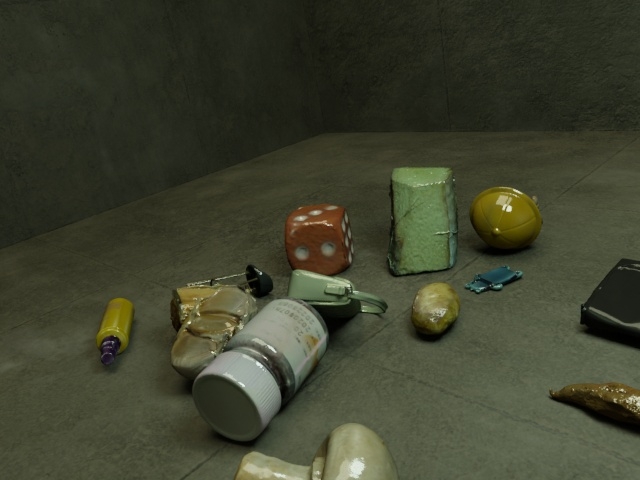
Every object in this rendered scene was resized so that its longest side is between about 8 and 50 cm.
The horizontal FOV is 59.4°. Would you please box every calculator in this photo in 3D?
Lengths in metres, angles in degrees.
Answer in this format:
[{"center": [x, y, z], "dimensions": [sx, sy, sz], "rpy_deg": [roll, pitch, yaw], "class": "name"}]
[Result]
[{"center": [0.430, 0.098, 1.398], "dimensions": [0.141, 0.019, 0.094], "rpy_deg": [-19, 21, -18], "class": "calculator"}]

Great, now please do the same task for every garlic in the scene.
[{"center": [-0.213, 0.217, 1.223], "dimensions": [0.177, 0.143, 0.229], "rpy_deg": [4, 43, 43], "class": "garlic"}]

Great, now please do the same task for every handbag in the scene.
[{"center": [0.043, 0.136, 1.272], "dimensions": [0.219, 0.079, 0.256], "rpy_deg": [10, -12, 9], "class": "handbag"}, {"center": [0.670, 0.136, 1.104], "dimensions": [0.246, 0.080, 0.223], "rpy_deg": [14, 39, 44], "class": "handbag"}]

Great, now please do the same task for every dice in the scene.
[{"center": [0.000, 0.000, 1.656], "dimensions": [0.179, 0.175, 0.174], "rpy_deg": [-2, 21, 12], "class": "dice"}]

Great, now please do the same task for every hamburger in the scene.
[{"center": [-0.257, 0.193, 1.383], "dimensions": [0.207, 0.136, 0.155], "rpy_deg": [-6, 31, -30], "class": "hamburger"}]

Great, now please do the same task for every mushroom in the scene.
[{"center": [0.007, 0.326, 0.732], "dimensions": [0.209, 0.206, 0.206], "rpy_deg": [43, 46, 19], "class": "mushroom"}]

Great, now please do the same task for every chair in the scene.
[{"center": [-0.246, 0.126, 1.526], "dimensions": [0.221, 0.104, 0.095], "rpy_deg": [-15, 60, -27], "class": "chair"}]

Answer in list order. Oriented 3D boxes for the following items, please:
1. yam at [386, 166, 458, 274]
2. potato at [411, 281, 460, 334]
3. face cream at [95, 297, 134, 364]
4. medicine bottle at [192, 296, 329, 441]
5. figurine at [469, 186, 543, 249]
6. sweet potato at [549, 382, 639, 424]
[{"center": [0.278, -0.067, 1.561], "dimensions": [0.202, 0.272, 0.201], "rpy_deg": [-3, 19, 4], "class": "yam"}, {"center": [0.257, 0.152, 1.251], "dimensions": [0.107, 0.080, 0.170], "rpy_deg": [-4, 26, 14], "class": "potato"}, {"center": [-0.525, 0.235, 1.430], "dimensions": [0.078, 0.078, 0.273], "rpy_deg": [-14, 20, -9], "class": "face cream"}, {"center": [-0.107, 0.239, 1.084], "dimensions": [0.165, 0.165, 0.273], "rpy_deg": [0, 24, 27], "class": "medicine bottle"}, {"center": [0.525, -0.058, 1.570], "dimensions": [0.192, 0.167, 0.256], "rpy_deg": [-3, -2, 30], "class": "figurine"}, {"center": [0.469, 0.258, 0.899], "dimensions": [0.068, 0.060, 0.205], "rpy_deg": [17, -12, -39], "class": "sweet potato"}]
